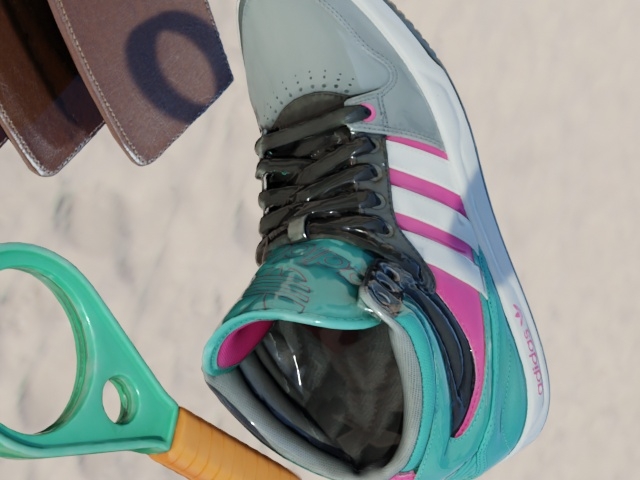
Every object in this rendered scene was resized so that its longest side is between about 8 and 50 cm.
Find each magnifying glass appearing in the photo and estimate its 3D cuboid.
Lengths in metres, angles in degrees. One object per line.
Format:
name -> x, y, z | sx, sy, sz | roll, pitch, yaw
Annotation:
magnifying glass -> -0.087, 0.077, 0.784 | 0.231, 0.026, 0.092 | 38, 52, -41

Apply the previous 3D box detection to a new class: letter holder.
letter holder -> -0.216, -0.180, 1.220 | 0.214, 0.152, 0.302 | -50, 141, -31

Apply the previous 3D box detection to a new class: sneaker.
sneaker -> 0.000, 0.000, 0.872 | 0.178, 0.124, 0.295 | -23, 88, -57
